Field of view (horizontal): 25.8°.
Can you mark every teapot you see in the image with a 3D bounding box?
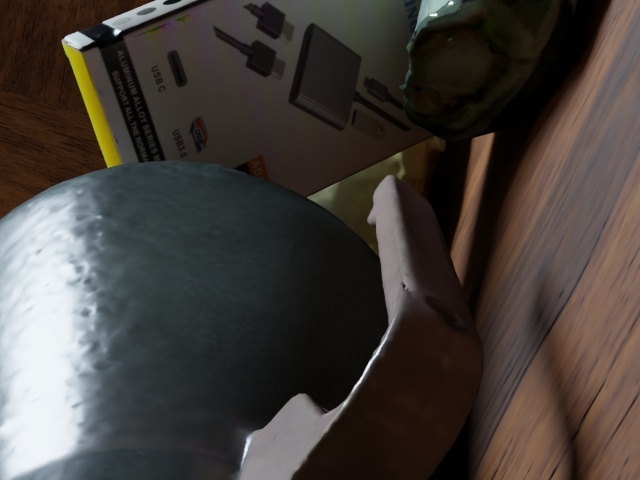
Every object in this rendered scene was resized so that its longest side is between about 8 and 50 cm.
[{"bbox_3d":[-0.050,0.109,0.570,0.300,0.253,0.344,-53,16,15],"label":"teapot"}]

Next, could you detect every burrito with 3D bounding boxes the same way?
[{"bbox_3d":[0.097,-0.175,0.695,0.144,0.089,0.229,119,166,-66],"label":"burrito"}]

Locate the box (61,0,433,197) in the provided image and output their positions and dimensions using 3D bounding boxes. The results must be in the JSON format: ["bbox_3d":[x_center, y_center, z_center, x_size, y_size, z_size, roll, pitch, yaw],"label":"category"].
[{"bbox_3d":[-0.004,-0.093,0.744,0.033,0.247,0.129,33,145,56],"label":"box"}]

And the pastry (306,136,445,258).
[{"bbox_3d":[0.000,0.000,0.963,0.329,0.136,0.329,-165,90,-89],"label":"pastry"}]
